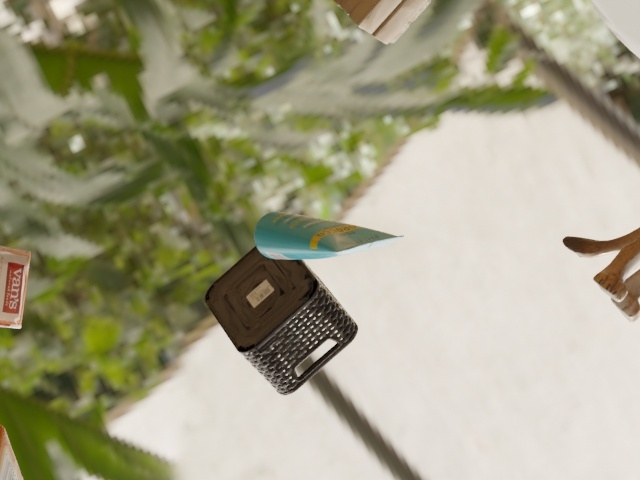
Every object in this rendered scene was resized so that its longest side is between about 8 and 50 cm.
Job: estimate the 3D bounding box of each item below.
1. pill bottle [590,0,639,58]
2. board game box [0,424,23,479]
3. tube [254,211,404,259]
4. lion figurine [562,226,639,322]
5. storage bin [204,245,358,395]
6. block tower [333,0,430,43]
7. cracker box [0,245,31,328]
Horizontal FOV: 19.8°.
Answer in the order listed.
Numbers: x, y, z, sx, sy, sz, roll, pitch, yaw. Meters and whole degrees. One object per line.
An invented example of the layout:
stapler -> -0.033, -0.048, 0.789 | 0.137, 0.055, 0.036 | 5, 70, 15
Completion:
pill bottle -> 0.303, -0.236, 1.131 | 0.301, 0.169, 0.169 | -46, -176, -12
board game box -> -0.442, 0.425, 1.654 | 0.356, 0.357, 0.356 | -5, -140, 7
tube -> 0.000, 0.000, 1.931 | 0.080, 0.052, 0.207 | -19, -168, -28
lion figurine -> 0.369, 0.004, 1.501 | 0.240, 0.142, 0.392 | -47, -144, 2
storage bin -> -0.048, 0.085, 2.149 | 0.122, 0.084, 0.180 | -41, -151, 0
block tower -> -0.004, -0.332, 1.850 | 0.097, 0.335, 0.091 | -47, 146, 13
cracker box -> -0.354, 0.021, 1.374 | 0.155, 0.067, 0.232 | 3, 175, 35
